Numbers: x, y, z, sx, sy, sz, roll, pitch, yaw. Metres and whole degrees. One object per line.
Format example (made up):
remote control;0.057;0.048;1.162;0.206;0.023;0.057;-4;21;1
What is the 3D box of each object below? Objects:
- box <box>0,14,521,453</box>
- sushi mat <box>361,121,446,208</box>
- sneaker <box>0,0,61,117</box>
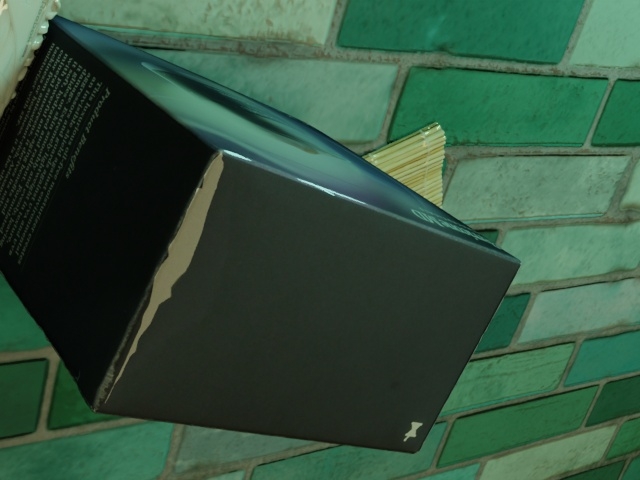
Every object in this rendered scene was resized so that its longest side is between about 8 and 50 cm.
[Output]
box;-0.066;-0.006;0.740;0.296;0.294;0.183;17;105;-43
sushi mat;0.000;0.000;1.017;0.316;0.019;0.151;-26;134;-23
sneaker;-0.225;-0.148;0.679;0.095;0.090;0.235;-12;129;-45
